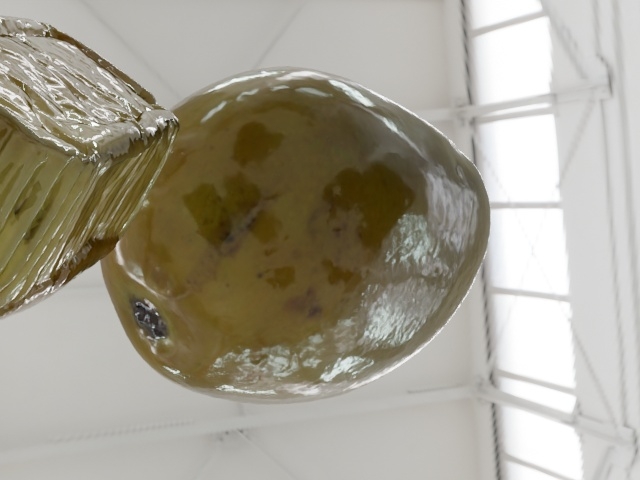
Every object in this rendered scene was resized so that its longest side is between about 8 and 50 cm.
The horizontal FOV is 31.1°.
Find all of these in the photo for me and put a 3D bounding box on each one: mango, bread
[{"bbox_3d":[0.000,0.000,1.035,0.445,0.232,0.300,-1,-67,-52],"label":"mango"},{"bbox_3d":[-0.172,-0.048,0.596,0.152,0.288,0.119,36,-79,-3],"label":"bread"}]
